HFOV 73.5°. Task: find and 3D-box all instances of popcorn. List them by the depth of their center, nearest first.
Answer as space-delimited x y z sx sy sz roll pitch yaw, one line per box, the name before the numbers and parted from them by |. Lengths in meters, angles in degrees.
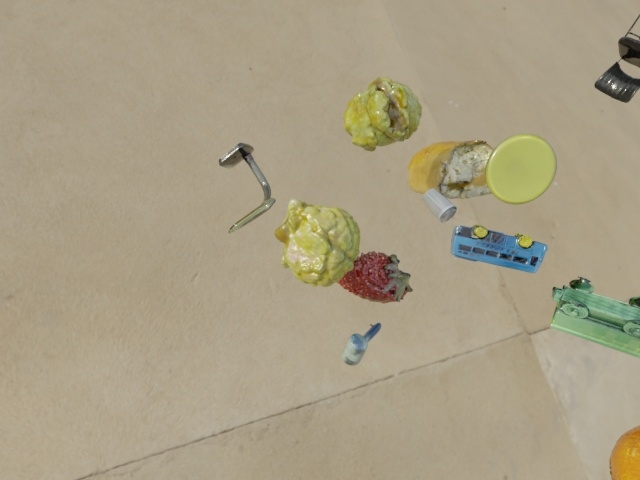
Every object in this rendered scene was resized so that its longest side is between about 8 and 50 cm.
popcorn | 0.000 0.000 1.215 0.212 0.259 0.259 -7 65 -61
popcorn | 0.222 -0.436 1.463 0.250 0.242 0.235 -30 118 -28

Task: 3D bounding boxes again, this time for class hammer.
hammer | 0.148 0.332 1.435 0.069 0.116 0.194 35 41 22

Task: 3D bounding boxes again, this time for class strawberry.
strawberry | 0.145 0.147 1.461 0.233 0.306 0.137 47 49 -38

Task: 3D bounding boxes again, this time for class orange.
orange | 0.776 0.523 0.930 0.246 0.246 0.246 12 60 -21

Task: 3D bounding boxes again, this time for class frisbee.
frisbee | 0.669 -0.235 1.428 0.236 0.236 0.017 34 15 -7

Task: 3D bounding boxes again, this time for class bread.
bread | 0.607 -0.350 2.026 0.361 0.394 0.250 -9 108 -20

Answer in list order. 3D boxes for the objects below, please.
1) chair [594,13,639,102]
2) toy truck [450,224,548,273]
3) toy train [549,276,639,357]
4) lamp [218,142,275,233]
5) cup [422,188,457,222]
chair | 0.957 -0.554 1.293 0.145 0.221 0.140 17 28 -52
toy truck | 0.767 0.029 1.869 0.385 0.161 0.162 13 95 11
toy train | 0.854 0.230 1.296 0.301 0.202 0.120 18 61 29
lamp | -0.263 -0.169 1.433 0.283 0.203 0.124 62 14 18
cup | 0.421 -0.118 1.510 0.116 0.074 0.104 55 10 35
